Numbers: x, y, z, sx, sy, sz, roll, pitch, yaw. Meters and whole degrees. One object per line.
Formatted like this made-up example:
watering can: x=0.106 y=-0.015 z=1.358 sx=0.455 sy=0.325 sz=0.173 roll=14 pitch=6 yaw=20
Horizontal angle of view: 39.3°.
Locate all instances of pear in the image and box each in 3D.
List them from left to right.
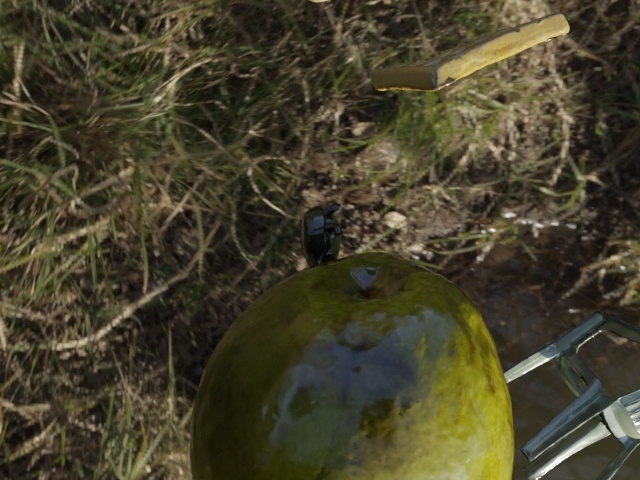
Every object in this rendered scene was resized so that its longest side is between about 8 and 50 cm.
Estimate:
pear: x=0.027 y=0.202 z=0.921 sx=0.352 sy=0.352 sz=0.413 roll=2 pitch=119 yaw=-15

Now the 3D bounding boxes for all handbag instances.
handbag: x=0.000 y=0.000 z=1.045 sx=0.047 sy=0.111 sz=0.072 roll=-2 pitch=59 yaw=-3

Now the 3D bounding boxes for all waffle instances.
waffle: x=0.128 y=-0.163 z=0.770 sx=0.152 sy=0.097 sz=0.023 roll=-27 pitch=111 yaw=-21

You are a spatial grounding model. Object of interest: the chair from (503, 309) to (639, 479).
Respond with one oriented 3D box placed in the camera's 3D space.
chair: x=0.389 y=0.231 z=1.211 sx=0.274 sy=0.190 sz=0.203 roll=-37 pitch=113 yaw=-1
